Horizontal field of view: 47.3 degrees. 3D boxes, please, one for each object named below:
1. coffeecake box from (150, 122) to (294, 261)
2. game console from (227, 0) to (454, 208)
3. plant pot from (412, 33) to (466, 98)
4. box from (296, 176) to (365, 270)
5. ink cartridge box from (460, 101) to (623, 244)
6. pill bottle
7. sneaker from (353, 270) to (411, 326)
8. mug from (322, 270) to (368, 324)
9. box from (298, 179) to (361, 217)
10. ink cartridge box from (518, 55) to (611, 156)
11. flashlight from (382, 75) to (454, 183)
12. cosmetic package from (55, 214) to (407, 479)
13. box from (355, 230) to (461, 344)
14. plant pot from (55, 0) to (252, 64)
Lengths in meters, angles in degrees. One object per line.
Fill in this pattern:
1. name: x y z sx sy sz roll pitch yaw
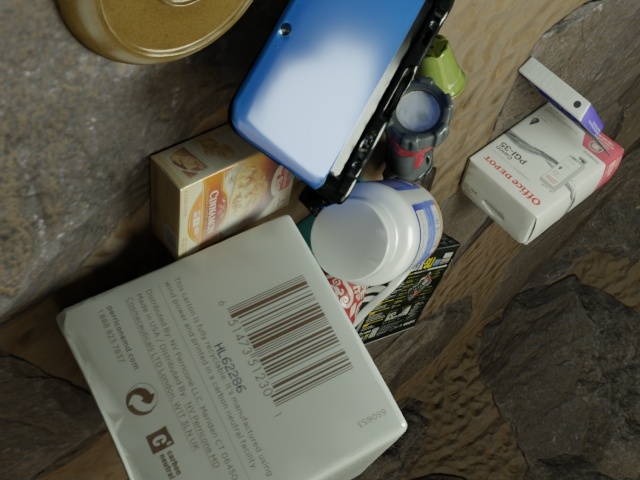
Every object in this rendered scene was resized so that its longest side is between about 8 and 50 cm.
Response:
1. coffeecake box: -0.122 -0.075 0.944 0.185 0.068 0.142 -30 153 -30
2. game console: 0.016 -0.207 0.891 0.293 0.173 0.250 -61 -171 -5
3. plant pot: 0.172 -0.263 1.096 0.083 0.083 0.079 -39 146 -8
4. box: 0.000 0.000 1.286 0.244 0.060 0.100 -38 157 -11
5. ink cartridge box: 0.486 -0.156 1.615 0.283 0.207 0.117 -35 155 -19
6. pill bottle: 0.084 -0.014 1.093 0.152 0.152 0.272 -51 167 18
7. sneaker: 0.078 0.086 1.487 0.217 0.121 0.079 -45 174 6
8. mug: 0.025 0.066 1.363 0.169 0.150 0.113 -62 160 -19
9. box: 0.019 -0.078 1.190 0.083 0.052 0.062 -16 146 -50
10. ink cartridge box: 0.501 -0.263 1.450 0.045 0.208 0.206 -47 157 18
11. flashlight: 0.149 -0.158 1.154 0.304 0.103 0.103 52 49 -79
12. cosmetic package: -0.124 0.234 1.045 0.327 0.329 0.393 -25 159 -16
13. box: 0.172 0.108 1.691 0.322 0.079 0.257 -9 129 -53
14. plant pot: -0.127 -0.254 0.669 0.236 0.032 0.236 -36 157 -18
